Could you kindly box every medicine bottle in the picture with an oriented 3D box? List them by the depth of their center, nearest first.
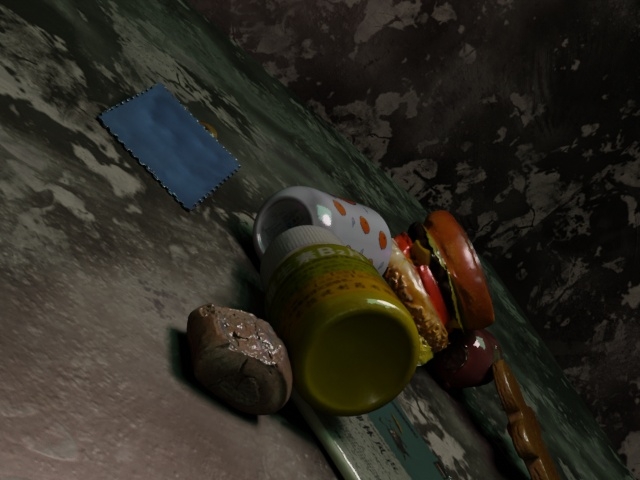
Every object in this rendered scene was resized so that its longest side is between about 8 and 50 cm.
[{"bbox_3d":[0.014,0.122,1.424,0.224,0.224,0.384,40,7,-24],"label":"medicine bottle"}]

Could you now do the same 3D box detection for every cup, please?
[{"bbox_3d":[0.000,0.000,1.763,0.212,0.212,0.317,54,18,23],"label":"cup"}]

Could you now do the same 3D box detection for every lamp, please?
[{"bbox_3d":[0.385,0.312,2.110,0.180,0.180,0.258,54,15,24],"label":"lamp"}]

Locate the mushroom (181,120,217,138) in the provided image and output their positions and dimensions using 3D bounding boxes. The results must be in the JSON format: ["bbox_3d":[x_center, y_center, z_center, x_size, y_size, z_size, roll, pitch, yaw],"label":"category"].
[{"bbox_3d":[-0.302,-0.240,1.807,0.129,0.073,0.088,7,53,-44],"label":"mushroom"}]

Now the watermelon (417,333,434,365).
[{"bbox_3d":[0.144,0.189,1.815,0.301,0.129,0.123,55,13,-33],"label":"watermelon"}]

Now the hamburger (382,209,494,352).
[{"bbox_3d":[0.267,0.107,1.973,0.330,0.250,0.330,-21,90,-88],"label":"hamburger"}]

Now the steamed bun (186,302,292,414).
[{"bbox_3d":[-0.121,0.171,1.213,0.175,0.106,0.145,36,19,-29],"label":"steamed bun"}]

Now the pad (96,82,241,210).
[{"bbox_3d":[-0.309,-0.204,1.680,0.270,0.012,0.269,47,31,-4],"label":"pad"}]

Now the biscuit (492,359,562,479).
[{"bbox_3d":[0.516,0.508,1.996,0.432,0.064,0.283,66,17,5],"label":"biscuit"}]

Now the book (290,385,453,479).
[{"bbox_3d":[0.103,0.367,1.462,0.264,0.031,0.379,54,17,23],"label":"book"}]
